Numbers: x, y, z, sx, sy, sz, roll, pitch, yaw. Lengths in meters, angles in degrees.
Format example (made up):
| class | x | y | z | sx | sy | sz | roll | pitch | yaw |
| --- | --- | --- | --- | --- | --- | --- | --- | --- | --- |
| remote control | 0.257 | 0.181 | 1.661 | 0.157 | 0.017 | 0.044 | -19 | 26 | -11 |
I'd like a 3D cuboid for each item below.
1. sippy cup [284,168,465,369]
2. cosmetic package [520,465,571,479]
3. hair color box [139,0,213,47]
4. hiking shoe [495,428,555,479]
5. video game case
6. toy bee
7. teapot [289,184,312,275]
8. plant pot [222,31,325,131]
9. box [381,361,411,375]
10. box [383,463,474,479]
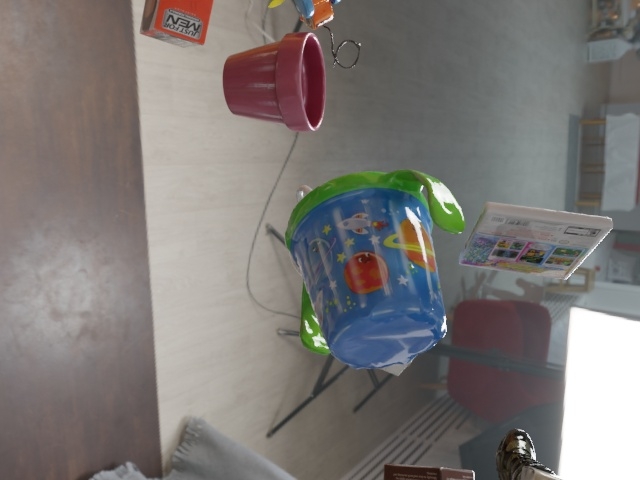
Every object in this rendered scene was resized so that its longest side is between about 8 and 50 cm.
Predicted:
| class | x | y | z | sx | sy | sz | roll | pitch | yaw |
| --- | --- | --- | --- | --- | --- | --- | --- | --- | --- |
| sippy cup | 0.076 | 0.057 | 0.789 | 0.305 | 0.240 | 0.224 | 84 | -4 | -50 |
| cosmetic package | 0.389 | 0.387 | 0.639 | 0.153 | 0.296 | 0.129 | 51 | 54 | -64 |
| hair color box | -0.107 | -0.234 | 0.431 | 0.043 | 0.072 | 0.141 | 8 | 102 | -30 |
| hiking shoe | 0.379 | 0.425 | 0.949 | 0.086 | 0.114 | 0.227 | 31 | 36 | -6 |
| video game case | 0.283 | 0.004 | 0.724 | 0.143 | 0.157 | 0.019 | 92 | 6 | -59 |
| toy bee | -0.029 | -0.554 | 1.234 | 0.195 | 0.162 | 0.298 | -12 | 115 | -18 |
| teapot | 0.000 | 0.000 | 1.587 | 0.252 | 0.187 | 0.256 | 23 | 96 | -38 |
| plant pot | -0.098 | -0.329 | 1.125 | 0.201 | 0.180 | 0.201 | 2 | 90 | -76 |
| box | 0.200 | 0.227 | 1.397 | 0.181 | 0.119 | 0.182 | 108 | 4 | -55 |
| box | 0.263 | 0.657 | 1.297 | 0.167 | 0.168 | 0.203 | 27 | 59 | -43 |
